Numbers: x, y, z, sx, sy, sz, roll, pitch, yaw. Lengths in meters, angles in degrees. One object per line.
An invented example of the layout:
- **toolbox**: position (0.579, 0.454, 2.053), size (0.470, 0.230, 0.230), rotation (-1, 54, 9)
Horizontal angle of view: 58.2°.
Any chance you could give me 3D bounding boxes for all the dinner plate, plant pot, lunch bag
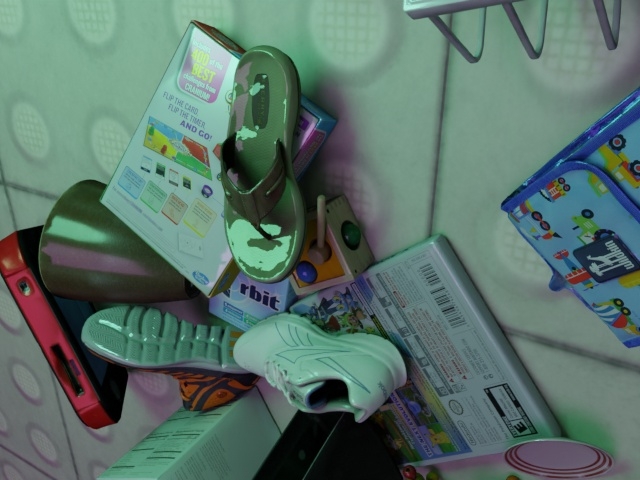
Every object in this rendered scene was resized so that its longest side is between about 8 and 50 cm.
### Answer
- **dinner plate**: position (0.320, 0.293, 0.779), size (0.141, 0.017, 0.141), rotation (8, 140, 7)
- **plant pot**: position (-0.314, 0.022, 0.994), size (0.230, 0.215, 0.215), rotation (12, 119, 11)
- **plant pot**: position (0.019, 0.387, 0.935), size (0.167, 0.188, 0.187), rotation (43, 150, -10)
- **lunch bag**: position (0.345, -0.025, 0.592), size (0.221, 0.138, 0.293), rotation (46, 141, 4)

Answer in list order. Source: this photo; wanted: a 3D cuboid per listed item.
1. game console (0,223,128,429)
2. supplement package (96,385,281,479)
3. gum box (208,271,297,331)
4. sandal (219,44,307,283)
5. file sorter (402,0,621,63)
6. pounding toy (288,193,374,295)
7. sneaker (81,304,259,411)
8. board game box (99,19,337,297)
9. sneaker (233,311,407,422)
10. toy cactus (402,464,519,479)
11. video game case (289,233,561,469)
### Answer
- **game console**: position (-0.482, 0.153, 1.125), size (0.342, 0.060, 0.387), rotation (-153, 39, -77)
- **supplement package**: position (-0.220, 0.437, 1.073), size (0.198, 0.262, 0.199), rotation (-19, 101, 38)
- **gum box**: position (-0.113, 0.072, 0.971), size (0.157, 0.041, 0.184), rotation (24, 122, 22)
- **sandal**: position (-0.087, -0.092, 0.732), size (0.120, 0.086, 0.303), rotation (2, 100, 23)
- **file sorter**: position (0.235, -0.267, 0.470), size (0.277, 0.173, 0.193), rotation (3, 85, 32)
- **pounding toy**: position (0.000, 0.000, 0.824), size (0.141, 0.100, 0.130), rotation (-19, 101, 37)
- **sneaker**: position (-0.262, 0.227, 1.022), size (0.321, 0.125, 0.180), rotation (14, 131, -12)
- **board game box**: position (-0.159, -0.113, 0.842), size (0.242, 0.064, 0.317), rotation (40, 111, 11)
- **sneaker**: position (-0.024, 0.190, 0.868), size (0.297, 0.129, 0.111), rotation (1, 115, 34)
- **toy cactus**: position (0.234, 0.429, 0.895), size (0.218, 0.112, 0.181), rotation (12, 137, 23)
- **video game case**: position (0.141, 0.187, 0.865), size (0.300, 0.036, 0.329), rotation (-29, 95, 39)
